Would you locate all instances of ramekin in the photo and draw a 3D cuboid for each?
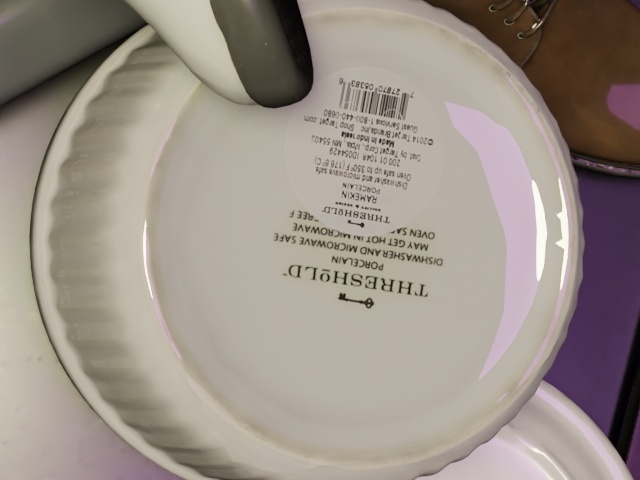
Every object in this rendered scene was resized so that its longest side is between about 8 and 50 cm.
[{"bbox_3d":[0.000,0.000,0.700,0.207,0.109,0.207,0,89,-17],"label":"ramekin"}]

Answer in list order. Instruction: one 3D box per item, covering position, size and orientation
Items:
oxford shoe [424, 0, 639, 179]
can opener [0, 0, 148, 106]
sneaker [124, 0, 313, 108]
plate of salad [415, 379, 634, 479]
[{"bbox_3d":[0.078,-0.099,0.775,0.227,0.096,0.083,32,80,-9],"label":"oxford shoe"},{"bbox_3d":[-0.159,-0.047,0.751,0.283,0.076,0.095,-31,125,-11],"label":"can opener"},{"bbox_3d":[-0.120,-0.137,0.614,0.145,0.090,0.270,-29,91,7],"label":"sneaker"},{"bbox_3d":[0.045,0.144,0.780,0.199,0.048,0.200,3,76,-11],"label":"plate of salad"}]
